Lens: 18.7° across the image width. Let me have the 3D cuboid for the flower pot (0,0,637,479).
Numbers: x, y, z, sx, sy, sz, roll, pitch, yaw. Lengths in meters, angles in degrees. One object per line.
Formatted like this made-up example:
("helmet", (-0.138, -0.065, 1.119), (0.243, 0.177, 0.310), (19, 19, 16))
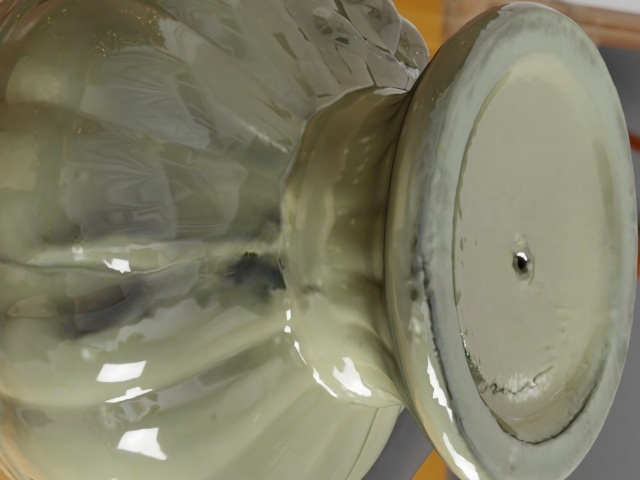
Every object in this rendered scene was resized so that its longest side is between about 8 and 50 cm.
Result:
("flower pot", (0.000, 0.000, 0.893), (0.244, 0.307, 0.307), (3, -93, 32))

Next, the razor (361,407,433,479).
("razor", (0.006, 0.110, 1.187), (0.204, 0.113, 0.349), (-13, -144, 54))
